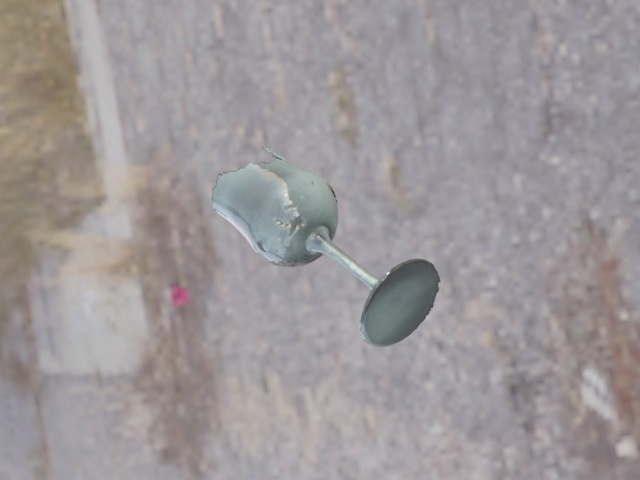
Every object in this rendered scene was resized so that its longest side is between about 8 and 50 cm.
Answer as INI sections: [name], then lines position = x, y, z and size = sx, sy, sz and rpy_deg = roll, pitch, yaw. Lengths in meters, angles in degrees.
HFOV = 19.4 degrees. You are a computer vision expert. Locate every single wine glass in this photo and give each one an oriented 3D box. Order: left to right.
[wine glass]
position = 0.000, 0.000, 1.433
size = 0.195, 0.079, 0.079
rpy_deg = 38, 142, 38
